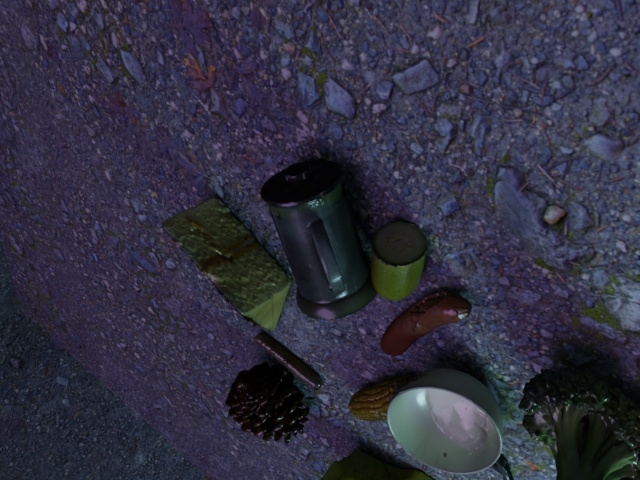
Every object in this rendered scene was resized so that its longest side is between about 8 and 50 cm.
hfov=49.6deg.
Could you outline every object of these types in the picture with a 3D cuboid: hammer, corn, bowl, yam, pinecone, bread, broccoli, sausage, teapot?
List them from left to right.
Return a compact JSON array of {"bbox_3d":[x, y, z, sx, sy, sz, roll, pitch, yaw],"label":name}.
[{"bbox_3d":[-0.272,0.120,1.944,0.346,0.242,0.405,43,143,9],"label":"bread"},{"bbox_3d":[-0.166,0.526,2.246,0.244,0.244,0.309,-4,134,48],"label":"pinecone"},{"bbox_3d":[-0.098,0.377,2.168,0.264,0.046,0.046,36,145,14],"label":"yam"},{"bbox_3d":[0.000,0.000,1.508,0.270,0.200,0.337,-106,-2,-60],"label":"teapot"},{"bbox_3d":[0.174,0.436,1.889,0.115,0.115,0.318,48,146,-3],"label":"corn"},{"bbox_3d":[0.232,0.187,1.595,0.087,0.079,0.326,54,145,7],"label":"sausage"},{"bbox_3d":[0.310,0.411,1.659,0.277,0.145,0.277,15,126,21],"label":"bowl"},{"bbox_3d":[0.382,0.579,1.882,0.288,0.033,0.111,5,129,44],"label":"hammer"},{"bbox_3d":[0.543,0.402,1.332,0.249,0.302,0.375,-28,102,15],"label":"broccoli"}]

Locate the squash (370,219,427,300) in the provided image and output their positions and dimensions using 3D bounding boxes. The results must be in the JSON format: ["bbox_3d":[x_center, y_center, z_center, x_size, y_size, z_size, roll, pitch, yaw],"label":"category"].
[{"bbox_3d":[0.166,0.062,1.503,0.123,0.123,0.186,28,144,24],"label":"squash"}]

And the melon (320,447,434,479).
[{"bbox_3d":[0.192,0.782,2.156,0.344,0.226,0.331,20,178,33],"label":"melon"}]
